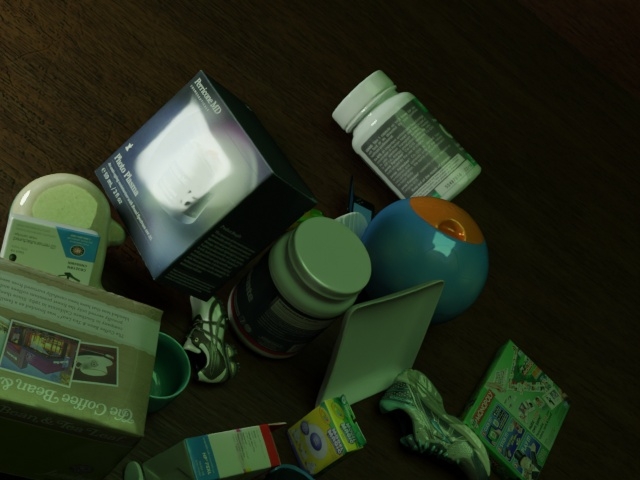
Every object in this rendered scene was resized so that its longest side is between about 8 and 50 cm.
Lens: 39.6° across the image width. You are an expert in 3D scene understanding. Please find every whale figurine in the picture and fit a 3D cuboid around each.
[{"bbox_3d":[-0.458,0.017,1.607,0.216,0.141,0.271,-19,93,-29],"label":"whale figurine"}]

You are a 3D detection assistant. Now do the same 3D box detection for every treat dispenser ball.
[{"bbox_3d":[0.225,0.046,1.963,0.288,0.288,0.288,20,48,-24],"label":"treat dispenser ball"}]

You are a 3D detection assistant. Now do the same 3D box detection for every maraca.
[{"bbox_3d":[-0.069,-0.070,1.968,0.127,0.099,0.186,35,20,32],"label":"maraca"}]

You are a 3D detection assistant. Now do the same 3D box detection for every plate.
[{"bbox_3d":[0.110,0.207,1.790,0.277,0.278,0.045,-13,41,-41],"label":"plate"}]

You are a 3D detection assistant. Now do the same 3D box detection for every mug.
[{"bbox_3d":[-0.315,0.226,1.558,0.157,0.097,0.129,48,44,4],"label":"mug"}]

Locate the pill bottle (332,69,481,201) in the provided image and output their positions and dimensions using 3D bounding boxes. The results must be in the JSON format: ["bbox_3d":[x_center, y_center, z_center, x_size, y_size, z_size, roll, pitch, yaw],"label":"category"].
[{"bbox_3d":[0.211,-0.238,2.229,0.361,0.204,0.204,47,43,2],"label":"pill bottle"}]

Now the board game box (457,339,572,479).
[{"bbox_3d":[0.445,0.397,2.036,0.213,0.046,0.317,44,43,1],"label":"board game box"}]

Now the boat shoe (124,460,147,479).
[{"bbox_3d":[-0.297,0.416,1.478,0.035,0.035,0.100,27,35,-58],"label":"boat shoe"}]

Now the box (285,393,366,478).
[{"bbox_3d":[0.011,0.362,1.639,0.043,0.179,0.105,-8,63,-41],"label":"box"}]

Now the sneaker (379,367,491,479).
[{"bbox_3d":[0.230,0.409,1.846,0.122,0.110,0.283,-38,82,-29],"label":"sneaker"}]

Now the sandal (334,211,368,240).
[{"bbox_3d":[0.004,0.010,1.980,0.265,0.076,0.101,-22,92,-44],"label":"sandal"}]

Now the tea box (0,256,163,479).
[{"bbox_3d":[-0.451,0.214,1.301,0.329,0.323,0.220,22,48,-23],"label":"tea box"}]

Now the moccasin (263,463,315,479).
[{"bbox_3d":[0.024,0.543,1.570,0.342,0.137,0.117,33,47,8],"label":"moccasin"}]

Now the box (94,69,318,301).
[{"bbox_3d":[-0.218,-0.102,1.665,0.296,0.294,0.183,54,11,30],"label":"box"}]

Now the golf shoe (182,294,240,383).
[{"bbox_3d":[-0.223,0.176,1.682,0.094,0.077,0.198,-3,59,-38],"label":"golf shoe"}]

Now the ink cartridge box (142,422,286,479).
[{"bbox_3d":[-0.166,0.377,1.512,0.231,0.134,0.078,2,61,-46],"label":"ink cartridge box"}]

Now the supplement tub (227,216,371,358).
[{"bbox_3d":[-0.044,0.095,1.733,0.191,0.272,0.191,20,48,-24],"label":"supplement tub"}]

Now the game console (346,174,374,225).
[{"bbox_3d":[0.096,-0.076,2.115,0.107,0.071,0.122,26,47,-19],"label":"game console"}]

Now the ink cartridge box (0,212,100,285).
[{"bbox_3d":[-0.465,0.070,1.485,0.148,0.086,0.203,13,93,-22],"label":"ink cartridge box"}]
